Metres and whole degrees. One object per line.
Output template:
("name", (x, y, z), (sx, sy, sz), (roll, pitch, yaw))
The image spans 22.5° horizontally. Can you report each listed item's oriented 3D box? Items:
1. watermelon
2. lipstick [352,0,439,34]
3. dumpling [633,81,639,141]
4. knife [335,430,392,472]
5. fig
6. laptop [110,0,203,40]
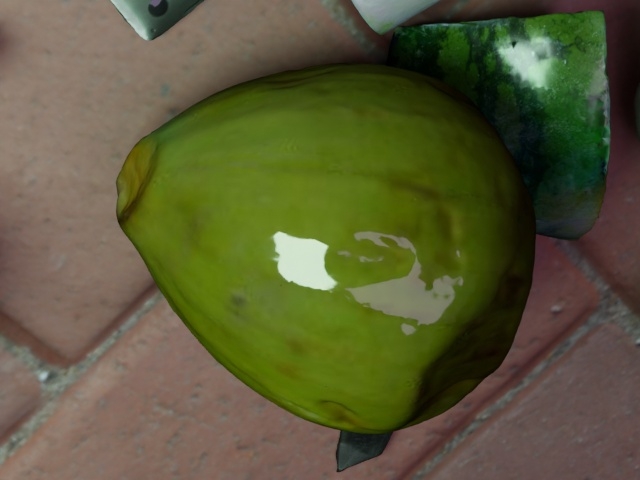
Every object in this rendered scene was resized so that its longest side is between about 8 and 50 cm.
("watermelon", (0.118, -0.069, 1.137), (0.146, 0.128, 0.231), (-5, 126, -4))
("lipstick", (0.149, -0.237, 1.013), (0.304, 0.076, 0.076), (-31, 131, 11))
("dumpling", (0.296, -0.102, 1.213), (0.108, 0.153, 0.219), (-3, 147, 24))
("knife", (0.059, 0.091, 1.255), (0.060, 0.028, 0.230), (13, 117, -20))
("fig", (0.000, 0.000, 1.034), (0.271, 0.239, 0.239), (12, 116, -8))
("laptop", (-0.053, -0.264, 0.966), (0.269, 0.015, 0.188), (-39, 130, 0))
